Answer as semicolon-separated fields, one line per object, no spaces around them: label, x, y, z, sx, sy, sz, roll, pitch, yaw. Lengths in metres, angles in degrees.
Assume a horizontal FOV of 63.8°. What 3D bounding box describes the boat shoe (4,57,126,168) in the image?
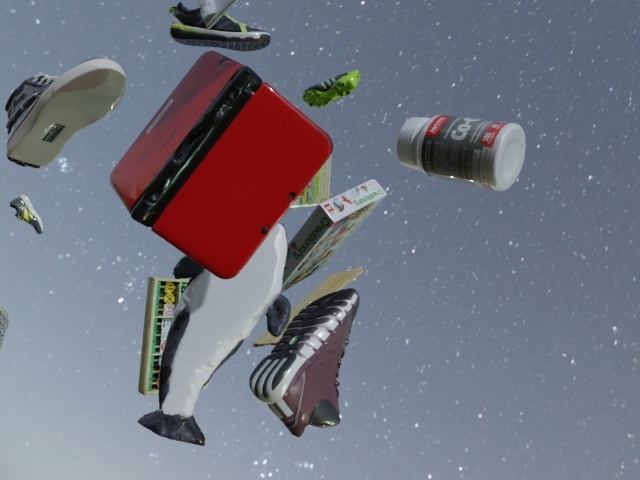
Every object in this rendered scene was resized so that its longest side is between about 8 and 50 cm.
boat shoe;-0.546;-0.304;1.068;0.341;0.127;0.158;-30;-112;22

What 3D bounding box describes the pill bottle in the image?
pill bottle;0.342;-0.226;1.282;0.283;0.161;0.161;20;-45;40

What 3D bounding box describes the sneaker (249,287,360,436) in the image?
sneaker;0.004;0.215;0.883;0.106;0.281;0.162;-14;-69;43

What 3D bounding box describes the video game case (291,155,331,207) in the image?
video game case;-0.056;-0.225;1.720;0.026;0.206;0.227;24;-65;52

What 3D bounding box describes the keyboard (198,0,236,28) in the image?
keyboard;-0.148;-0.396;0.691;0.072;0.014;0.256;-28;-118;24

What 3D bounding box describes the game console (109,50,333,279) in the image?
game console;-0.085;-0.065;0.422;0.085;0.144;0.124;37;2;-44

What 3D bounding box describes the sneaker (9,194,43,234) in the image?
sneaker;-0.571;-0.046;0.999;0.031;0.035;0.083;-22;-81;53

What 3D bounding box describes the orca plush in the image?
orca plush;-0.122;0.110;0.658;0.151;0.287;0.102;12;-19;-7

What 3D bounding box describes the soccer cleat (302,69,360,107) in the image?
soccer cleat;0.028;-0.388;1.316;0.179;0.072;0.060;-4;-46;44

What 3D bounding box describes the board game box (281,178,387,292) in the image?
board game box;0.000;0.000;1.145;0.053;0.193;0.305;50;-45;11

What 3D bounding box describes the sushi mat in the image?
sushi mat;-0.031;0.170;1.319;0.151;0.316;0.019;-16;-70;55

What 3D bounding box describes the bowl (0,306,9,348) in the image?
bowl;-0.561;0.171;0.778;0.080;0.170;0.170;56;-33;29

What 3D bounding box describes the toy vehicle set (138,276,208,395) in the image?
toy vehicle set;-0.336;0.223;1.222;0.035;0.166;0.266;1;-94;46

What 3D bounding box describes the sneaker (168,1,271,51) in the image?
sneaker;-0.224;-0.480;1.131;0.235;0.084;0.097;7;-84;3
